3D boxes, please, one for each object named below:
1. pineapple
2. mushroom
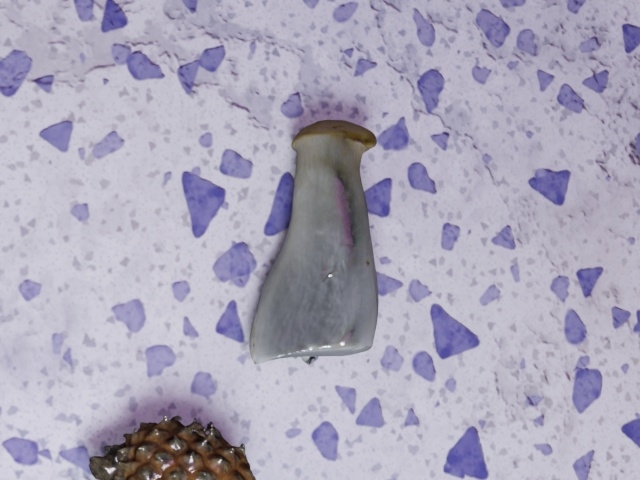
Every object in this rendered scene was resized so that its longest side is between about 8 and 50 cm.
[{"bbox_3d":[-0.178,0.283,1.593,0.193,0.166,0.166,19,74,-17],"label":"pineapple"},{"bbox_3d":[0.000,0.000,1.739,0.159,0.122,0.329,10,76,-30],"label":"mushroom"}]
